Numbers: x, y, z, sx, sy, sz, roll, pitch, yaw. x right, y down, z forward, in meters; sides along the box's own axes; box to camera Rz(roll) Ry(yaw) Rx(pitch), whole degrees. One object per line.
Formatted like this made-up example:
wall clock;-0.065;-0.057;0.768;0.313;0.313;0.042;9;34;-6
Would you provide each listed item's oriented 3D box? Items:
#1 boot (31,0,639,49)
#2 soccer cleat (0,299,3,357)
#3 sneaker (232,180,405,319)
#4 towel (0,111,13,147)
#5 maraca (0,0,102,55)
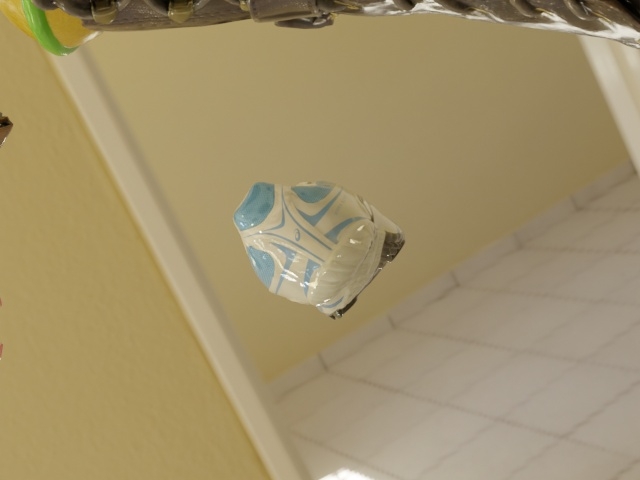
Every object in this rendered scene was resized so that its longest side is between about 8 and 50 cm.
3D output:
boot;0.027;-0.083;0.358;0.229;0.091;0.263;-3;14;-2
soccer cleat;-0.303;0.132;0.921;0.095;0.248;0.083;8;-1;-1
sneaker;0.000;0.000;0.804;0.085;0.086;0.237;-49;-9;0
towel;-0.460;0.011;1.125;0.271;0.040;0.370;-52;-9;28
maraca;-0.146;-0.200;0.714;0.099;0.186;0.127;5;-15;5
